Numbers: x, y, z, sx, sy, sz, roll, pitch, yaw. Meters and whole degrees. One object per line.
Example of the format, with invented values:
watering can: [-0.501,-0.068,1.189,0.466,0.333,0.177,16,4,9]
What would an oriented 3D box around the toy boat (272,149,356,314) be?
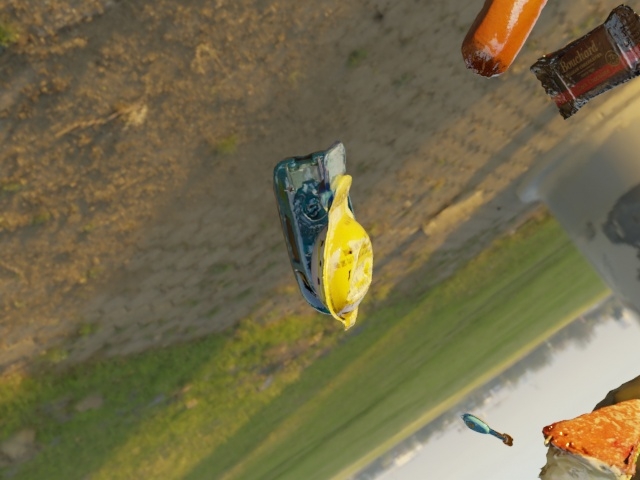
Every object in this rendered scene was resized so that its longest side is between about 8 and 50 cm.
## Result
toy boat: [0.000,0.000,1.481,0.134,0.299,0.092,-13,-163,6]

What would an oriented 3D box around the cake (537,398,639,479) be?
cake: [0.349,0.259,1.098,0.220,0.117,0.086,-26,128,-60]

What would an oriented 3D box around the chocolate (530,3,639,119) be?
chocolate: [0.310,-0.200,0.973,0.028,0.086,0.182,-35,180,-27]

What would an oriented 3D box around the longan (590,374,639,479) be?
longan: [0.635,0.401,1.366,0.404,0.436,0.404,-17,116,-38]

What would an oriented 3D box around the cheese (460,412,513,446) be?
cheese: [0.316,0.359,1.630,0.017,0.111,0.047,-48,149,-31]

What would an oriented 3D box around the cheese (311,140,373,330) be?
cheese: [0.027,-0.005,1.126,0.064,0.250,0.156,2,-160,19]

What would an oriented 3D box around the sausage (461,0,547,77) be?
sausage: [0.363,-0.451,1.542,0.348,0.097,0.094,-60,-179,-10]
